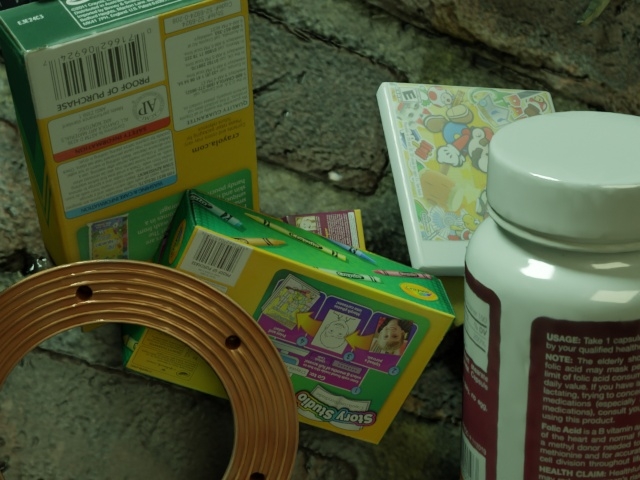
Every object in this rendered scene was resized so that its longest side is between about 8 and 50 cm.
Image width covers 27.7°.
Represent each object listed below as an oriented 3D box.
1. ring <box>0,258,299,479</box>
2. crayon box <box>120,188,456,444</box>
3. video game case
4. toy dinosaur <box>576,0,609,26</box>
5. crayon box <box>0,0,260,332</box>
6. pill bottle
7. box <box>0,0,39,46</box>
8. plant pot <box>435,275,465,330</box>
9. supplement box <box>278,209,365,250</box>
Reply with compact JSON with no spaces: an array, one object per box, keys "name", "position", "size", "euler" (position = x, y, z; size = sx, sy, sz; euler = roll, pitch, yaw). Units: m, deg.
[{"name":"ring","position":[-0.188,0.173,1.187],"size":[0.337,0.032,0.336],"euler":[-2,108,-5]},{"name":"crayon box","position":[-0.032,0.078,1.249],"size":[0.278,0.081,0.165],"euler":[20,114,-20]},{"name":"video game case","position":[0.176,-0.066,1.382],"size":[0.206,0.026,0.227],"euler":[1,61,-20]},{"name":"toy dinosaur","position":[0.379,-0.355,1.519],"size":[0.118,0.064,0.268],"euler":[17,79,-10]},{"name":"crayon box","position":[-0.166,-0.085,1.205],"size":[0.203,0.083,0.323],"euler":[-21,135,-21]},{"name":"pill bottle","position":[0.248,0.090,1.241],"size":[0.224,0.224,0.392],"euler":[-11,117,-21]},{"name":"box","position":[-0.257,-0.281,1.199],"size":[0.108,0.207,0.153],"euler":[-21,91,-22]},{"name":"plant pot","position":[0.144,0.047,1.370],"size":[0.081,0.081,0.083],"euler":[-22,84,-21]},{"name":"supplement box","position":[0.000,0.000,1.341],"size":[0.083,0.043,0.055],"euler":[-5,85,-21]}]
